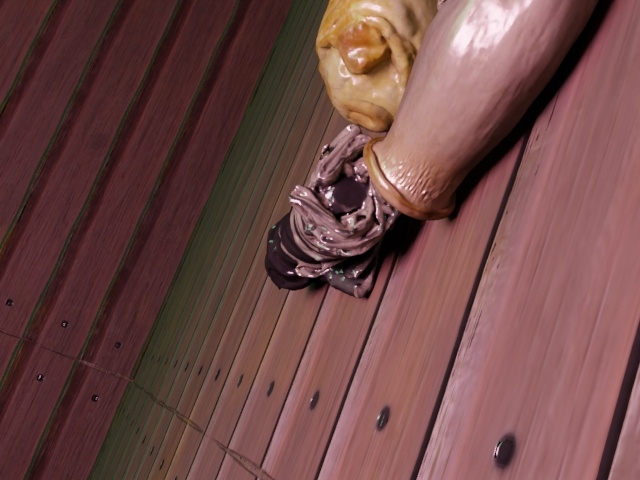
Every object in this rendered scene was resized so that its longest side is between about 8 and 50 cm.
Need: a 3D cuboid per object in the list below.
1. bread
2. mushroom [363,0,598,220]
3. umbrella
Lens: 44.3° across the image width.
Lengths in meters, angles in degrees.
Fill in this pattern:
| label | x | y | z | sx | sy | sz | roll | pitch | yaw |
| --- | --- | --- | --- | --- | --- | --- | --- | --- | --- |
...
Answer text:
| label | x | y | z | sx | sy | sz | roll | pitch | yaw |
| --- | --- | --- | --- | --- | --- | --- | --- | --- | --- |
| bread | 0.080 | -0.211 | 0.679 | 0.152 | 0.130 | 0.268 | 84 | -157 | -53 |
| mushroom | 0.112 | -0.125 | 0.540 | 0.247 | 0.096 | 0.108 | -62 | 31 | 24 |
| umbrella | 0.005 | -0.003 | 0.783 | 0.113 | 0.106 | 0.358 | -60 | 4 | -16 |
